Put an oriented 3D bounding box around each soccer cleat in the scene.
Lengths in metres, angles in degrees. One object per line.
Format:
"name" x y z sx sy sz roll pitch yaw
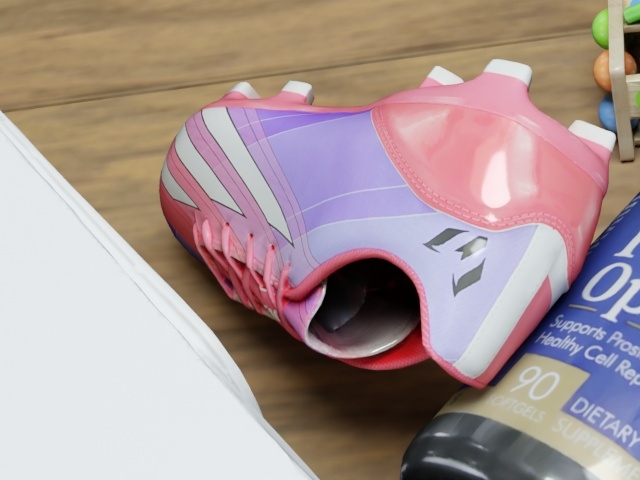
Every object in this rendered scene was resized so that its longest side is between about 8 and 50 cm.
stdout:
"soccer cleat" 0.000 0.000 0.617 0.248 0.083 0.095 -4 54 59

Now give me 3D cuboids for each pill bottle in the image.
"pill bottle" 0.136 0.034 0.578 0.122 0.123 0.219 29 64 34

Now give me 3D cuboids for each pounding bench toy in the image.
"pounding bench toy" 0.135 -0.077 0.698 0.065 0.083 0.052 -4 50 12

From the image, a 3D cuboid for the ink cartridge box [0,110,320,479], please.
"ink cartridge box" -0.133 0.126 0.411 0.270 0.198 0.197 -34 49 -14
